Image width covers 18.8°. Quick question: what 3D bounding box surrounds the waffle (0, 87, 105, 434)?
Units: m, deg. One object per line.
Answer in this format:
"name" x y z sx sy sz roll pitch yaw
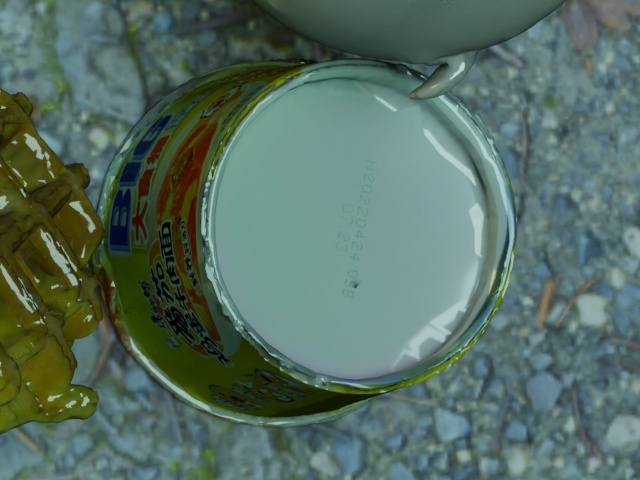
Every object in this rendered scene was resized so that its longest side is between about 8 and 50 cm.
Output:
"waffle" -0.203 -0.048 0.879 0.058 0.282 0.300 -29 77 26

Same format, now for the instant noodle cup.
"instant noodle cup" 0.000 0.000 0.968 0.205 0.153 0.205 0 88 -18

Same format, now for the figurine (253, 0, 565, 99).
"figurine" 0.080 -0.202 0.976 0.394 0.275 0.226 -20 102 -48
